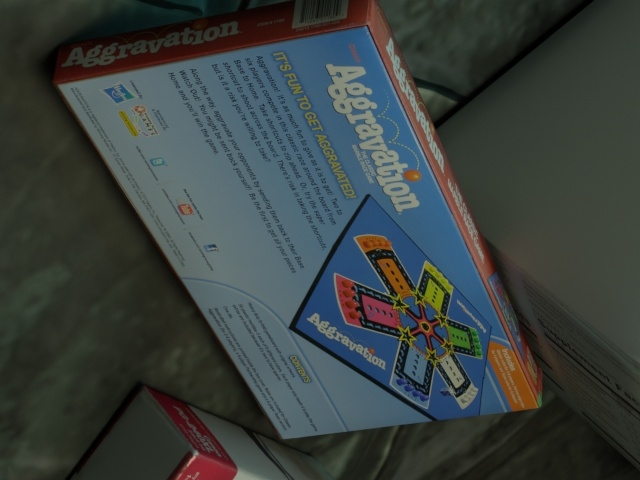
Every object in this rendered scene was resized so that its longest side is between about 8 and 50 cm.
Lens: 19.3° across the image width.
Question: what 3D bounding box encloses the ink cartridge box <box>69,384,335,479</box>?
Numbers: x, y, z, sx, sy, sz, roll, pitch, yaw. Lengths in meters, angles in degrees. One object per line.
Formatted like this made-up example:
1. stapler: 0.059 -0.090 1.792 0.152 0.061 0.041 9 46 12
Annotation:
1. ink cartridge box: -0.062 0.154 0.979 0.150 0.063 0.109 30 99 -46

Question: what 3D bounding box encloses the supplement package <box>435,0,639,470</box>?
1. supplement package: 0.212 -0.029 0.958 0.262 0.204 0.145 -39 137 -9

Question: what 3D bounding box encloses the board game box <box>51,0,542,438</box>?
1. board game box: 0.000 0.000 0.882 0.145 0.027 0.281 -8 139 19
